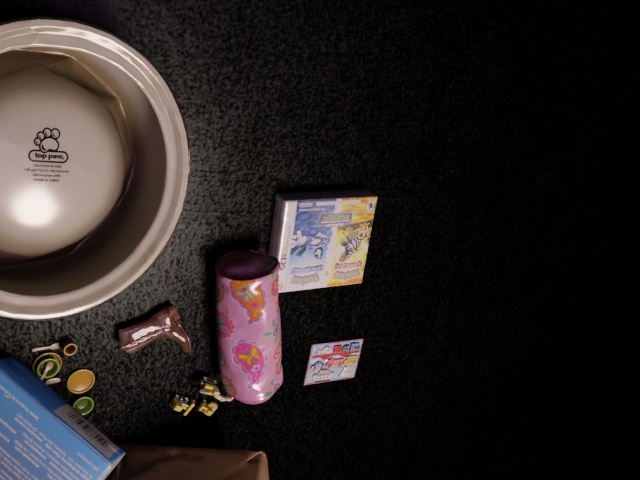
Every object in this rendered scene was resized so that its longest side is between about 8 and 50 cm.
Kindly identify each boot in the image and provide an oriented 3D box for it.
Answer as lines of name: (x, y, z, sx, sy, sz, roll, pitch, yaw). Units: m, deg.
boot: (-0.295, 0.179, 1.435, 0.114, 0.037, 0.106, -29, 113, -22)

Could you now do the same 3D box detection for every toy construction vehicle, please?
toy construction vehicle: (-0.223, 0.304, 1.533, 0.098, 0.035, 0.086, 30, 110, -39)

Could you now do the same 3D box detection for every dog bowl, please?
dog bowl: (-0.394, -0.103, 1.127, 0.408, 0.150, 0.408, -13, 112, -35)

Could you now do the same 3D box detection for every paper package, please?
paper package: (-0.247, 0.557, 1.494, 0.309, 0.168, 0.325, 2, 118, 3)

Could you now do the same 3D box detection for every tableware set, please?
tableware set: (-0.434, 0.240, 1.383, 0.104, 0.024, 0.154, -9, 117, -30)

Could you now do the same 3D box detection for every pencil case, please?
pencil case: (-0.129, 0.159, 1.487, 0.124, 0.124, 0.284, -16, 121, -26)

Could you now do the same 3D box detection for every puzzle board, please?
puzzle board: (0.029, 0.254, 1.701, 0.128, 0.011, 0.096, -2, 113, -32)

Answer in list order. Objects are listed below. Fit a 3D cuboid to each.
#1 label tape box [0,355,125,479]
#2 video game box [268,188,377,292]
label tape box: (-0.519, 0.394, 1.270, 0.249, 0.115, 0.348, 40, 89, 1)
video game box: (0.000, 0.000, 1.534, 0.205, 0.048, 0.187, -5, 118, -31)
